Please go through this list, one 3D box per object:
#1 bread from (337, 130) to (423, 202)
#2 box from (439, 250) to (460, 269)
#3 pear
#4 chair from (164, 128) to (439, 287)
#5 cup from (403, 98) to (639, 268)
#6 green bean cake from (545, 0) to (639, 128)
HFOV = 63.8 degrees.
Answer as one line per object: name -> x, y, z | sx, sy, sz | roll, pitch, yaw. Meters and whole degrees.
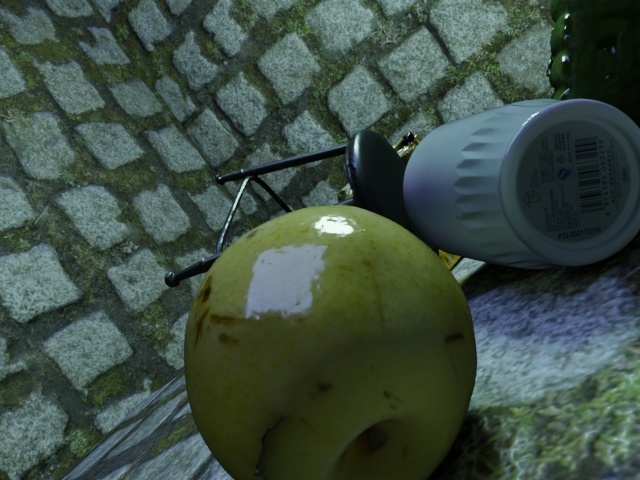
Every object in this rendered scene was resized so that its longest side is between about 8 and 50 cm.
bread -> 0.238, -0.084, 1.310 | 0.277, 0.324, 0.167 | -42, 38, 2
box -> 0.204, 0.076, 1.179 | 0.152, 0.043, 0.269 | -42, 6, -34
pear -> 0.012, 0.116, 0.531 | 0.309, 0.309, 0.309 | -35, 3, 2
chair -> 0.000, 0.000, 1.070 | 0.410, 0.365, 0.362 | -25, 32, 28
cup -> 0.290, -0.086, 0.792 | 0.253, 0.253, 0.371 | -36, 6, -2
green bean cake -> 0.509, -0.315, 0.754 | 0.318, 0.335, 0.218 | -4, 10, 19
